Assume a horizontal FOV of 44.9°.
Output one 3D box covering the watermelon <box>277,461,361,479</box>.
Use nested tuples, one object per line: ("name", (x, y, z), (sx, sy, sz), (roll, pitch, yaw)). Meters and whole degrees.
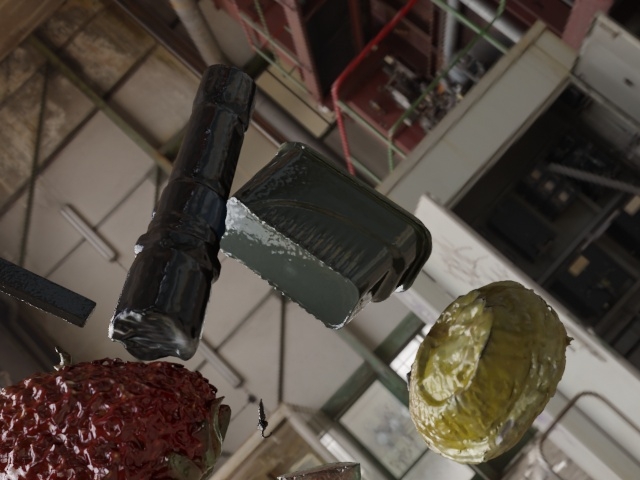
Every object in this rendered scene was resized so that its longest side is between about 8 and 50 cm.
("watermelon", (0.005, 0.410, 1.282), (0.155, 0.101, 0.080), (-24, -22, 8))

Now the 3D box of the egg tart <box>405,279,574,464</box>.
("egg tart", (0.185, 0.152, 0.957), (0.252, 0.098, 0.232), (-38, 37, 33))

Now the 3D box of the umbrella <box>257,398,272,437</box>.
("umbrella", (-0.104, 0.310, 1.356), (0.022, 0.022, 0.149), (-18, 15, -7))

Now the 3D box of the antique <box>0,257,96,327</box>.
("antique", (-0.319, 0.035, 0.777), (0.015, 0.192, 0.031), (-61, 5, 38))

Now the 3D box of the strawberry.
("strawberry", (-0.308, 0.274, 1.095), (0.292, 0.343, 0.292), (-59, -11, -19))

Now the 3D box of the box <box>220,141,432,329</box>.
("box", (0.000, 0.000, 1.086), (0.178, 0.274, 0.138), (-43, -17, -47))

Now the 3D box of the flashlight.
("flashlight", (-0.148, -0.056, 0.915), (0.103, 0.103, 0.424), (114, 167, -50))
